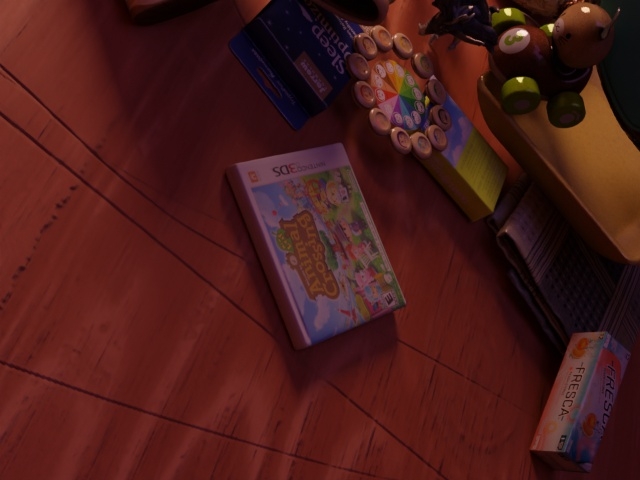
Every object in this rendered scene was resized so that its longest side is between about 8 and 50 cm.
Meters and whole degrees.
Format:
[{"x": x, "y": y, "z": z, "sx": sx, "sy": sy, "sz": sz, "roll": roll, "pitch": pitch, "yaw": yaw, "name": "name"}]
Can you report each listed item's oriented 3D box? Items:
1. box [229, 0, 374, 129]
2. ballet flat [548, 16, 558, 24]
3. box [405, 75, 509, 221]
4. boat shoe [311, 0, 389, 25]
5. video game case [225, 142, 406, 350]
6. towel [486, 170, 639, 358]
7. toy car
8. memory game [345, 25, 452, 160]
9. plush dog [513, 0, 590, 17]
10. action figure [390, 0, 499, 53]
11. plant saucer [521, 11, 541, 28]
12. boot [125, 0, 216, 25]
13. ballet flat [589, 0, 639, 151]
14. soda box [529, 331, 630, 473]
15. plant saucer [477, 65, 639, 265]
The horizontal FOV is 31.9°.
[{"x": -0.013, "y": -0.244, "z": 1.367, "sx": 0.136, "sy": 0.036, "sz": 0.225, "roll": 51, "pitch": 43, "yaw": -17, "name": "box"}, {"x": 0.470, "y": -0.304, "z": 1.894, "sx": 0.241, "sy": 0.091, "sz": 0.077, "roll": 20, "pitch": 81, "yaw": -36, "name": "ballet flat"}, {"x": 0.178, "y": -0.124, "z": 1.508, "sx": 0.178, "sy": 0.042, "sz": 0.109, "roll": 47, "pitch": 42, "yaw": -19, "name": "box"}, {"x": -0.054, "y": -0.361, "z": 1.285, "sx": 0.341, "sy": 0.121, "sz": 0.110, "roll": 23, "pitch": 58, "yaw": -22, "name": "boat shoe"}, {"x": 0.000, "y": 0.000, "z": 1.267, "sx": 0.193, "sy": 0.023, "sz": 0.212, "roll": -17, "pitch": 84, "yaw": -50, "name": "video game case"}, {"x": 0.370, "y": 0.038, "z": 1.644, "sx": 0.312, "sy": 0.056, "sz": 0.324, "roll": 58, "pitch": 38, "yaw": -14, "name": "towel"}, {"x": 0.329, "y": -0.272, "z": 1.493, "sx": 0.149, "sy": 0.188, "sz": 0.155, "roll": 13, "pitch": 54, "yaw": -23, "name": "toy car"}, {"x": 0.102, "y": -0.188, "z": 1.420, "sx": 0.186, "sy": 0.012, "sz": 0.186, "roll": 21, "pitch": 58, "yaw": -37, "name": "memory game"}, {"x": 0.372, "y": -0.463, "z": 1.820, "sx": 0.262, "sy": 0.210, "sz": 0.225, "roll": 29, "pitch": 61, "yaw": 2, "name": "plush dog"}, {"x": 0.165, "y": -0.336, "z": 1.531, "sx": 0.164, "sy": 0.141, "sz": 0.275, "roll": 43, "pitch": 33, "yaw": -28, "name": "action figure"}, {"x": 0.320, "y": -0.260, "z": 1.738, "sx": 0.198, "sy": 0.036, "sz": 0.198, "roll": 24, "pitch": 56, "yaw": -40, "name": "plant saucer"}, {"x": -0.132, "y": -0.339, "z": 1.197, "sx": 0.213, "sy": 0.077, "sz": 0.165, "roll": -23, "pitch": 85, "yaw": -14, "name": "boot"}, {"x": 0.521, "y": -0.159, "z": 1.567, "sx": 0.182, "sy": 0.164, "sz": 0.483, "roll": -14, "pitch": 77, "yaw": -60, "name": "ballet flat"}, {"x": 0.342, "y": 0.210, "z": 1.470, "sx": 0.058, "sy": 0.063, "sz": 0.183, "roll": 39, "pitch": 63, "yaw": -27, "name": "soda box"}, {"x": 0.400, "y": -0.138, "z": 1.625, "sx": 0.333, "sy": 0.081, "sz": 0.333, "roll": -31, "pitch": 79, "yaw": -40, "name": "plant saucer"}]
